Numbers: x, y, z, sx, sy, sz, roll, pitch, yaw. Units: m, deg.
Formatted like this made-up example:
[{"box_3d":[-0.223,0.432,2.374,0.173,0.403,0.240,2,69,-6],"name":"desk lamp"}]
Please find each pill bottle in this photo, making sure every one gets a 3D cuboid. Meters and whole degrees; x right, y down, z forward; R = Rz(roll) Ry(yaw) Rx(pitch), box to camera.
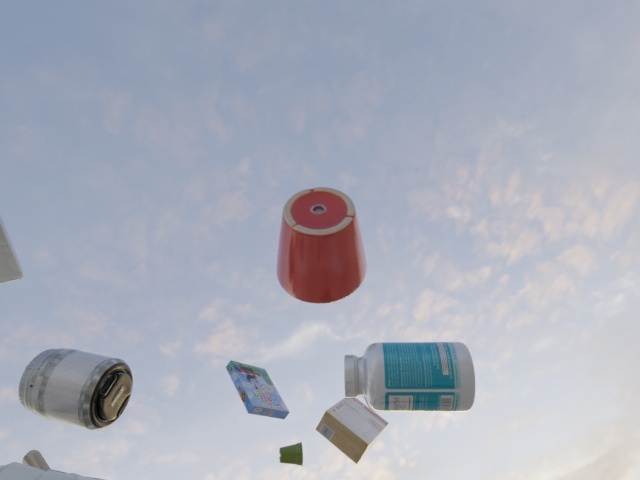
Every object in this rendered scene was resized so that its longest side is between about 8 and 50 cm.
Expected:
[{"box_3d":[0.184,0.291,1.011,0.265,0.146,0.146,-1,-58,4],"name":"pill bottle"}]

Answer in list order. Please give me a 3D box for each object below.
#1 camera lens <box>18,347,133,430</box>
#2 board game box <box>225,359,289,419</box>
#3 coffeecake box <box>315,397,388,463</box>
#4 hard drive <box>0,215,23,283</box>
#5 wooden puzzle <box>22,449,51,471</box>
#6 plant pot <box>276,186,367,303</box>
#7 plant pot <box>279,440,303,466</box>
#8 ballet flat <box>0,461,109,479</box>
[{"box_3d":[-0.759,0.464,1.486,0.275,0.219,0.219,7,-57,13],"name":"camera lens"},{"box_3d":[-0.210,0.495,1.565,0.160,0.211,0.039,29,-79,-41],"name":"board game box"},{"box_3d":[0.093,0.522,1.325,0.068,0.142,0.186,-62,-23,10],"name":"coffeecake box"},{"box_3d":[-0.730,0.030,0.832,0.308,0.040,0.202,-15,-45,-26],"name":"hard drive"},{"box_3d":[-0.353,0.535,0.777,0.080,0.322,0.347,-43,-49,-29],"name":"wooden puzzle"},{"box_3d":[0.000,0.000,1.335,0.275,0.274,0.243,-13,-44,-10],"name":"plant pot"},{"box_3d":[-0.106,0.760,1.673,0.079,0.083,0.083,0,-60,-9],"name":"plant pot"},{"box_3d":[-0.421,0.346,0.559,0.401,0.139,0.139,-17,-56,-4],"name":"ballet flat"}]
